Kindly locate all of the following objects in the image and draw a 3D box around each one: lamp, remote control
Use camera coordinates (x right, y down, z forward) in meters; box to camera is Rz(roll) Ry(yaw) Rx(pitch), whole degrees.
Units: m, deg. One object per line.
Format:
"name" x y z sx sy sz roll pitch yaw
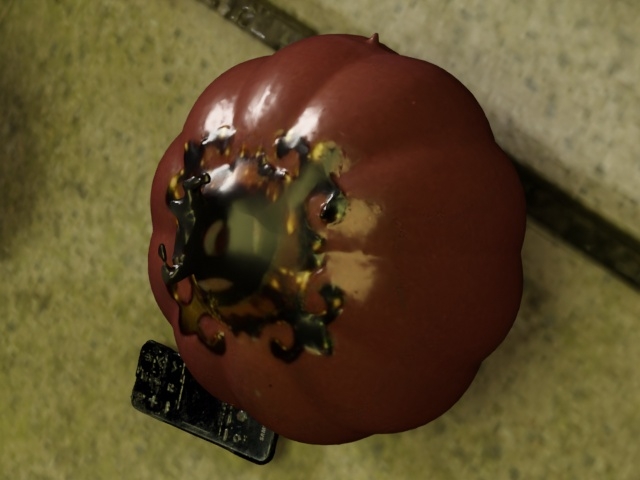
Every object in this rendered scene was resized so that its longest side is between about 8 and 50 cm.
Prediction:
"lamp" 0.000 0.000 0.761 0.182 0.140 0.182 2 94 36
"remote control" -0.055 0.079 0.875 0.096 0.014 0.039 18 100 35
